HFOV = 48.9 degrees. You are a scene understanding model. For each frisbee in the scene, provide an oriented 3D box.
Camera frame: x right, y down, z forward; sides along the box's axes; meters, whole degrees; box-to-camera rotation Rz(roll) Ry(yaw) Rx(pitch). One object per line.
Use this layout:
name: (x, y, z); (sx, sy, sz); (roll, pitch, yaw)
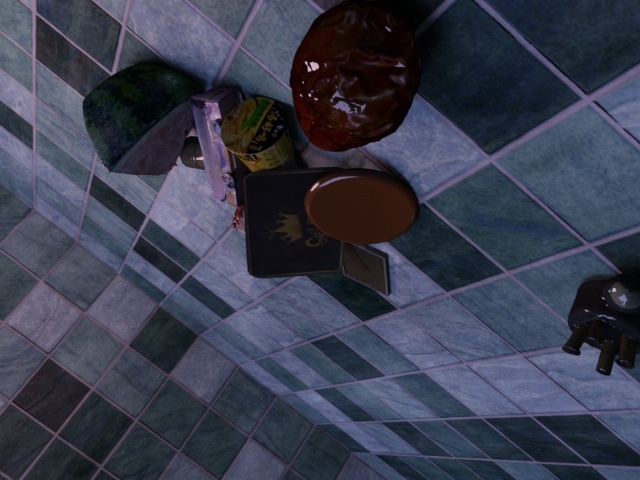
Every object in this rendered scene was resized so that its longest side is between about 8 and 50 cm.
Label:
frisbee: (0.089, -0.067, 1.537); (0.250, 0.021, 0.251); (5, 144, 3)

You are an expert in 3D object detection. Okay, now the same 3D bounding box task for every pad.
pad: (-0.021, -0.014, 1.655); (0.314, 0.063, 0.376); (-5, 139, -6)

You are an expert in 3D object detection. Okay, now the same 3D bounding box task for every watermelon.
watermelon: (-0.449, -0.259, 1.665); (0.283, 0.250, 0.293); (36, 132, 37)

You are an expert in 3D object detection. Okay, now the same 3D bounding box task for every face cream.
face cream: (-0.196, -0.203, 1.725); (0.341, 0.084, 0.137); (11, 136, 32)

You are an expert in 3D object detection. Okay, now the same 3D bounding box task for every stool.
stool: (0.543, 0.153, 1.339); (0.153, 0.139, 0.228); (11, 149, 39)

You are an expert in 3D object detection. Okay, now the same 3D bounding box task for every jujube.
jujube: (0.045, -0.261, 1.192); (0.216, 0.216, 0.342); (36, 167, -2)

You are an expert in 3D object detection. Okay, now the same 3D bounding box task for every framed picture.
framed picture: (0.116, 0.066, 1.870); (0.150, 0.015, 0.203); (24, 153, 23)

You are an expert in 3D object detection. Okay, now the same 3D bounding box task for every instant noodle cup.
instant noodle cup: (-0.128, -0.217, 1.534); (0.151, 0.151, 0.122); (22, 159, 27)

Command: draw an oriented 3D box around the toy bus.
toy bus: (-0.219, -0.216, 1.620); (0.112, 0.090, 0.274); (19, 131, 32)

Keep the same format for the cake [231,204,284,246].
cake: (-0.123, -0.029, 1.832); (0.158, 0.160, 0.262); (24, 155, 16)
